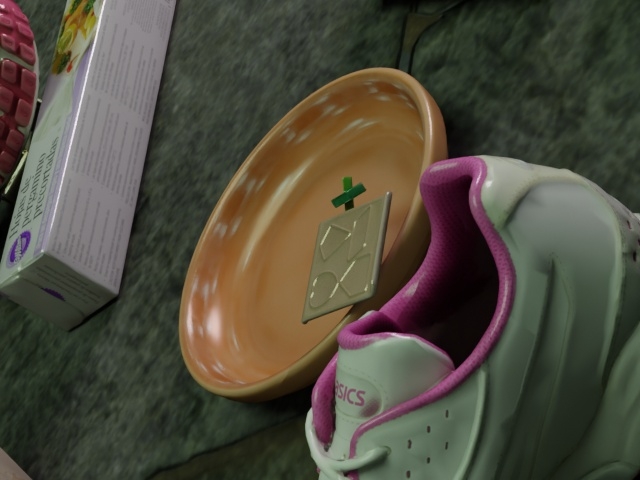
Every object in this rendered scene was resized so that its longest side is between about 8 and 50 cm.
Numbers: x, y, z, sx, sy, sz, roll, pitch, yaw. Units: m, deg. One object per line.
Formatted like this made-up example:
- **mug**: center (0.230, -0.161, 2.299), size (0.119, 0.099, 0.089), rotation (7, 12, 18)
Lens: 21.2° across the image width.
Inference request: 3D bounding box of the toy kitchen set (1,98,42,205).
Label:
- **toy kitchen set**: center (-0.231, -0.072, 1.313), size (0.068, 0.083, 0.075), rotation (23, 78, 18)

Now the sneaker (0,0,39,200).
- **sneaker**: center (-0.291, -0.056, 1.274), size (0.112, 0.120, 0.299), rotation (-88, 22, -61)

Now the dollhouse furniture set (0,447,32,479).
- **dollhouse furniture set**: center (-0.358, 0.240, 0.926), size (0.256, 0.362, 0.394), rotation (-42, 5, 23)

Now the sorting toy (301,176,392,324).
- **sorting toy**: center (0.017, -0.002, 0.845), size (0.062, 0.012, 0.083), rotation (-27, 44, 49)

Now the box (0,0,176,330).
- **box**: center (-0.161, -0.089, 1.221), size (0.063, 0.067, 0.324), rotation (-33, 38, 38)

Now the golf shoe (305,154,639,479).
- **golf shoe**: center (0.033, 0.106, 0.667), size (0.115, 0.140, 0.306), rotation (18, 78, 58)

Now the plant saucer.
- **plant saucer**: center (0.000, 0.000, 0.921), size (0.200, 0.037, 0.200), rotation (-36, 35, 31)
